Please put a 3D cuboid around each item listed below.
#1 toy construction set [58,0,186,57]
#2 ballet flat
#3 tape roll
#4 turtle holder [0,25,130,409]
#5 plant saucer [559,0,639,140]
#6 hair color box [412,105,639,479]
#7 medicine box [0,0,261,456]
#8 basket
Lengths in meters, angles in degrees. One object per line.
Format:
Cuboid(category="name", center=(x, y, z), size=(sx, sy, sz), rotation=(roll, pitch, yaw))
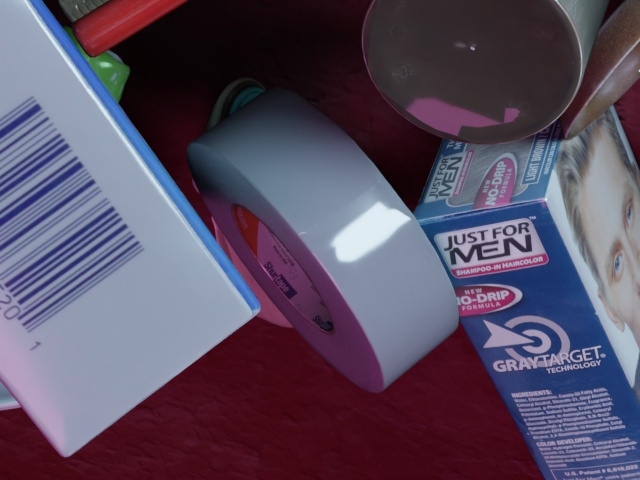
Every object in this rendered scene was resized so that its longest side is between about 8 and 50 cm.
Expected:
Cuboid(category="toy construction set", center=(-0.110, -0.293, 0.916), size=(0.237, 0.257, 0.309), rotation=(-31, 94, -2))
Cuboid(category="ballet flat", center=(-0.060, -0.028, 1.290), size=(0.086, 0.086, 0.248), rotation=(0, 131, 20))
Cuboid(category="tape roll", center=(0.000, 0.000, 1.137), size=(0.219, 0.072, 0.219), rotation=(48, 166, 17))
Cuboid(category="turtle holder", center=(-0.252, -0.018, 1.287), size=(0.227, 0.243, 0.320), rotation=(12, 95, -11))
Cuboid(category="plant saucer", center=(0.206, -0.135, 1.042), size=(0.029, 0.168, 0.168), rotation=(42, 134, 9))
Cuboid(category="hair color box", center=(0.197, 0.054, 1.199), size=(0.105, 0.174, 0.347), rotation=(-11, 126, 29))
Cuboid(category="medicine box", center=(-0.191, -0.048, 1.017), size=(0.149, 0.289, 0.263), rotation=(-36, 108, -2))
Cuboid(category="basket", center=(0.113, -0.177, 0.984), size=(0.154, 0.227, 0.204), rotation=(17, 133, 4))
